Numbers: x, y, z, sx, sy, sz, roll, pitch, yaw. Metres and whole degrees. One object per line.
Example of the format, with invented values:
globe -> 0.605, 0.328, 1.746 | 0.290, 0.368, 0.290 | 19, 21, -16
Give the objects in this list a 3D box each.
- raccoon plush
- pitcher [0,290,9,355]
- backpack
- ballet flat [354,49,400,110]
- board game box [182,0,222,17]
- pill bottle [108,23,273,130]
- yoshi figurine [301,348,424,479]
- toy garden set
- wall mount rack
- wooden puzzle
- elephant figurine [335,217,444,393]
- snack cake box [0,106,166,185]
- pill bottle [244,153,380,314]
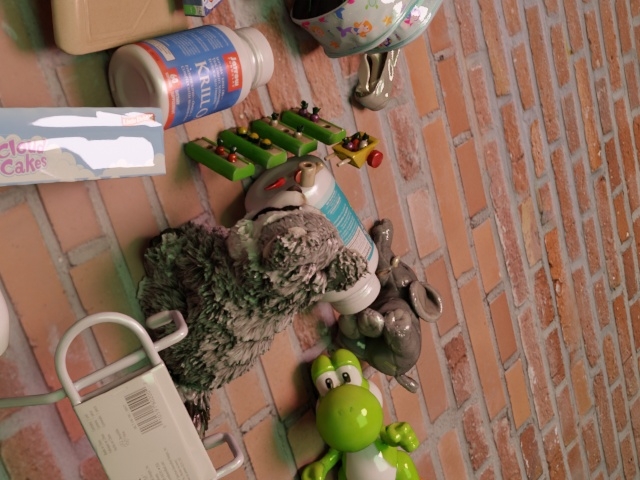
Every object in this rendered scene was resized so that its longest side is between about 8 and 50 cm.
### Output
raccoon plush -> -0.087, 0.146, 1.154 | 0.216, 0.299, 0.446 | -5, 97, -44
pitcher -> -0.418, 0.047, 0.914 | 0.207, 0.177, 0.125 | 69, 28, -21
backpack -> 0.080, -0.411, 1.332 | 0.191, 0.225, 0.253 | 46, 66, -30
ballet flat -> 0.107, -0.340, 1.467 | 0.068, 0.072, 0.213 | 16, 82, -39
board game box -> -0.163, -0.435, 1.146 | 0.136, 0.035, 0.201 | -62, 155, -46
pill bottle -> -0.176, -0.238, 1.162 | 0.221, 0.124, 0.124 | -29, 112, -39
yoshi figurine -> 0.073, 0.367, 1.406 | 0.203, 0.203, 0.362 | -35, 113, -30
toy garden set -> -0.044, -0.146, 1.239 | 0.244, 0.204, 0.049 | -26, 135, -41
wall mount rack -> -0.273, 0.249, 1.022 | 0.304, 0.130, 0.350 | -25, 111, -14
wooden puzzle -> -0.264, -0.371, 1.077 | 0.238, 0.044, 0.221 | -31, 130, -52
elephant figurine -> 0.139, 0.112, 1.486 | 0.239, 0.169, 0.186 | -58, 159, -44
snack cake box -> -0.340, -0.112, 0.992 | 0.264, 0.152, 0.089 | -9, 99, -43
pill bottle -> 0.000, 0.000, 1.335 | 0.146, 0.146, 0.264 | -52, 126, -28
